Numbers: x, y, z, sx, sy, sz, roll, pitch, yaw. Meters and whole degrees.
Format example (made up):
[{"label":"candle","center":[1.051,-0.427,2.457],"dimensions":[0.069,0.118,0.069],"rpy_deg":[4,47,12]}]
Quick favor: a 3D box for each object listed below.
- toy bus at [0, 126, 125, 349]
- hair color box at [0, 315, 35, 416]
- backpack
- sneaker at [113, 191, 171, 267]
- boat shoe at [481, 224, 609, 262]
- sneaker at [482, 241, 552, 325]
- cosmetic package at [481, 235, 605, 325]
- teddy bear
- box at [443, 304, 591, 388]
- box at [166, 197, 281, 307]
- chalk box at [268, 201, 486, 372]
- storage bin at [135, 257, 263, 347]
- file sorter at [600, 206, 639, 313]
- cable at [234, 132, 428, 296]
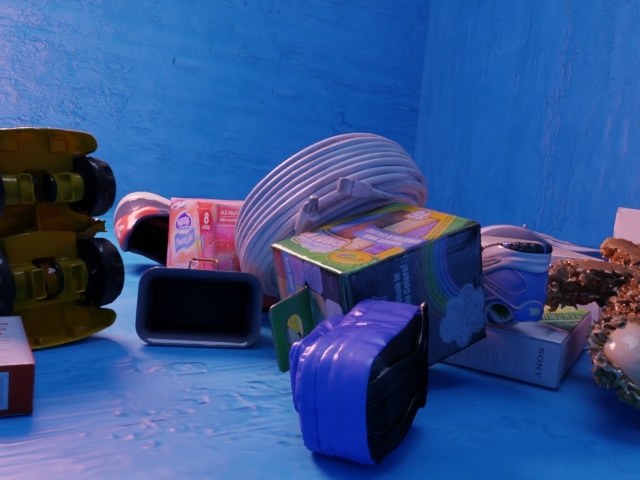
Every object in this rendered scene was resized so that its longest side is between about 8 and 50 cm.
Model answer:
[{"label":"toy bus","center":[-0.336,-0.006,0.669],"dimensions":[0.212,0.220,0.150],"rpy_deg":[3,7,42]},{"label":"hair color box","center":[-0.278,0.100,0.494],"dimensions":[0.072,0.043,0.141],"rpy_deg":[2,8,-30]},{"label":"backpack","center":[0.025,0.108,0.457],"dimensions":[0.101,0.097,0.120],"rpy_deg":[-2,15,25]},{"label":"sneaker","center":[-0.208,0.011,1.130],"dimensions":[0.351,0.131,0.148],"rpy_deg":[9,25,-17]},{"label":"boat shoe","center":[0.474,0.034,1.354],"dimensions":[0.368,0.135,0.156],"rpy_deg":[7,6,-14]},{"label":"sneaker","center":[0.181,0.055,0.679],"dimensions":[0.080,0.081,0.211],"rpy_deg":[3,-10,-9]},{"label":"cosmetic package","center":[0.366,0.062,1.097],"dimensions":[0.161,0.113,0.309],"rpy_deg":[5,7,1]},{"label":"teddy bear","center":[0.353,0.102,0.633],"dimensions":[0.245,0.113,0.338],"rpy_deg":[11,21,1]},{"label":"box","center":[0.171,0.102,0.801],"dimensions":[0.322,0.058,0.232],"rpy_deg":[10,8,30]},{"label":"box","center":[-0.070,0.015,0.939],"dimensions":[0.300,0.153,0.142],"rpy_deg":[1,5,-40]},{"label":"chalk box","center":[0.040,0.058,0.599],"dimensions":[0.213,0.132,0.132],"rpy_deg":[-18,21,-28]},{"label":"storage bin","center":[-0.141,0.070,0.707],"dimensions":[0.135,0.098,0.091],"rpy_deg":[4,-4,-13]},{"label":"file sorter","center":[0.560,0.060,0.930],"dimensions":[0.173,0.192,0.278],"rpy_deg":[9,7,14]},{"label":"cable","center":[0.011,-0.024,0.761],"dimensions":[0.257,0.089,0.257],"rpy_deg":[-8,-30,-47]}]
